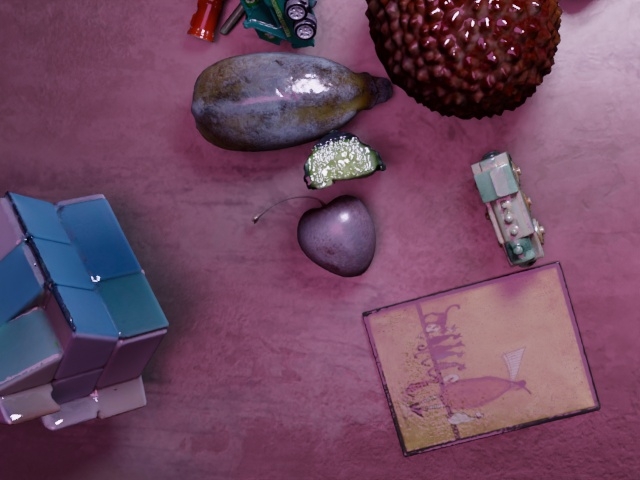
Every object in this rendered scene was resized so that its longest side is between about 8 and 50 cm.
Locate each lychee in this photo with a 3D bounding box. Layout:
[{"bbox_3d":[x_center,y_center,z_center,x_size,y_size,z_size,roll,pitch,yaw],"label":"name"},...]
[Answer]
[{"bbox_3d":[0.217,-0.336,1.745,0.306,0.306,0.330,15,137,7],"label":"lychee"}]

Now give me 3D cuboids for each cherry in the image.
[{"bbox_3d":[0.004,0.004,1.921,0.188,0.115,0.148,-25,130,18],"label":"cherry"}]

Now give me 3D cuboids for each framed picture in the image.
[{"bbox_3d":[0.263,0.199,1.938,0.338,0.014,0.255,-15,93,10],"label":"framed picture"}]

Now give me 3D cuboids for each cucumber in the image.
[{"bbox_3d":[0.039,-0.126,1.851,0.115,0.193,0.086,-19,84,11],"label":"cucumber"}]

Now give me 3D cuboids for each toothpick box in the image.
[{"bbox_3d":[-0.185,-0.372,1.934,0.047,0.047,0.083,20,98,7],"label":"toothpick box"}]

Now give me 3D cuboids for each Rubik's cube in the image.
[{"bbox_3d":[-0.454,0.117,1.894,0.387,0.358,0.368,60,141,24],"label":"Rubik's cube"}]

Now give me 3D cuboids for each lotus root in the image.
[{"bbox_3d":[-0.047,-0.226,1.881,0.322,0.140,0.158,-5,95,7],"label":"lotus root"}]

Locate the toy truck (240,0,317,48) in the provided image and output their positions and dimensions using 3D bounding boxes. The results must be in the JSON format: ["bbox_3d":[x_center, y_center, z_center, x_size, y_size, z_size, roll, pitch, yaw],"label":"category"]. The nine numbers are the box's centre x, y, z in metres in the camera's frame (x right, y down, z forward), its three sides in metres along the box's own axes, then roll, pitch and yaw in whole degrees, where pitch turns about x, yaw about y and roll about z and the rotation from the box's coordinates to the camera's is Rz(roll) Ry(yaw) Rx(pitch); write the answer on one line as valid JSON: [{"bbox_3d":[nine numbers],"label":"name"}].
[{"bbox_3d":[-0.082,-0.398,1.837,0.116,0.110,0.216,-14,135,15],"label":"toy truck"}]

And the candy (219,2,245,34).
[{"bbox_3d":[-0.061,-0.457,1.899,0.097,0.097,0.323,42,109,3],"label":"candy"}]

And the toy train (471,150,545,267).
[{"bbox_3d":[0.296,-0.046,1.852,0.080,0.125,0.194,-20,92,14],"label":"toy train"}]
